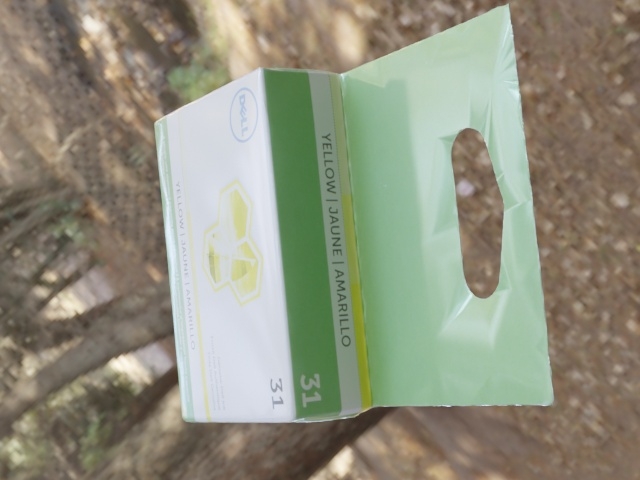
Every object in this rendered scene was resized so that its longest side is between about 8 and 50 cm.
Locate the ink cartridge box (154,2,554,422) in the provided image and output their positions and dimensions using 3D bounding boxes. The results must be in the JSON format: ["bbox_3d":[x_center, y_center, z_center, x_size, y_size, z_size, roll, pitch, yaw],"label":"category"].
[{"bbox_3d":[0.000,0.000,0.529,0.235,0.056,0.171,-14,80,57],"label":"ink cartridge box"}]
